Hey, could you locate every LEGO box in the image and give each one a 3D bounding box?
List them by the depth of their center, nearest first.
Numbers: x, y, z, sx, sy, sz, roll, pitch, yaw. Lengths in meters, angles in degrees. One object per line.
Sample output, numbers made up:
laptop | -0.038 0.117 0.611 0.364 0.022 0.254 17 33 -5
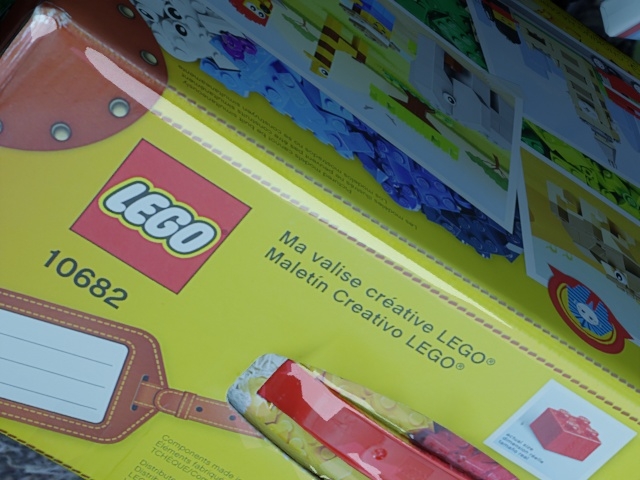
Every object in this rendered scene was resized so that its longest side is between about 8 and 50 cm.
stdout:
LEGO box | 0.042 0.001 0.951 0.500 0.372 0.193 32 119 -19

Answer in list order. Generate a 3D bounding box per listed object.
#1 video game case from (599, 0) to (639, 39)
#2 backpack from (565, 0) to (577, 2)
video game case | 0.332 -0.157 1.082 0.285 0.025 0.204 1 161 -38
backpack | 0.145 -0.224 0.896 0.225 0.191 0.253 -10 160 -25
